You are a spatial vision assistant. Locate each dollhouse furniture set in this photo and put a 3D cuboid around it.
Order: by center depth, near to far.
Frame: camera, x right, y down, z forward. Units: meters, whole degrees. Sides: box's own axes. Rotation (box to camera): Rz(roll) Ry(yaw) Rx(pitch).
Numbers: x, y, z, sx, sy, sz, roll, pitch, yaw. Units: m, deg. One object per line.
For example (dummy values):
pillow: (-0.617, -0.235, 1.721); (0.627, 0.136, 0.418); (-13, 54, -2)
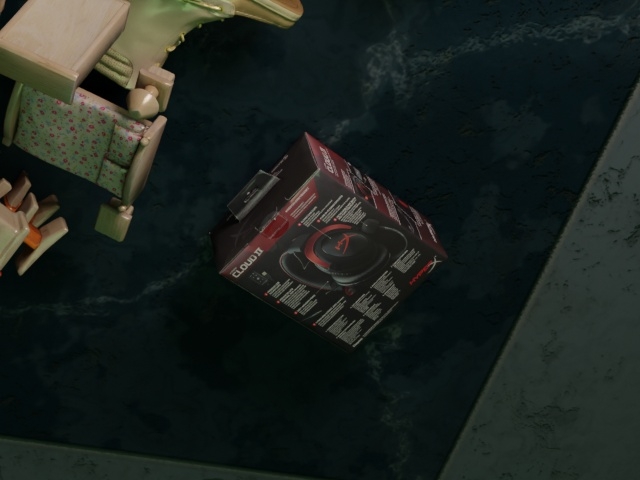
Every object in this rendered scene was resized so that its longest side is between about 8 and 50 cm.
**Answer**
dollhouse furniture set: (-0.371, -0.149, 1.931); (0.303, 0.174, 0.355); (25, 133, 2)
dollhouse furniture set: (-0.466, -0.043, 1.966); (0.135, 0.259, 0.262); (-45, 121, 6)

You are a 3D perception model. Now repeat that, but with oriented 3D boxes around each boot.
boot: (-0.174, -0.278, 1.969); (0.262, 0.095, 0.203); (19, 117, -18)

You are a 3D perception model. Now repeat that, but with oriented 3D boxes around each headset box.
headset box: (0.000, 0.000, 2.196); (0.293, 0.110, 0.218); (33, 111, -30)
